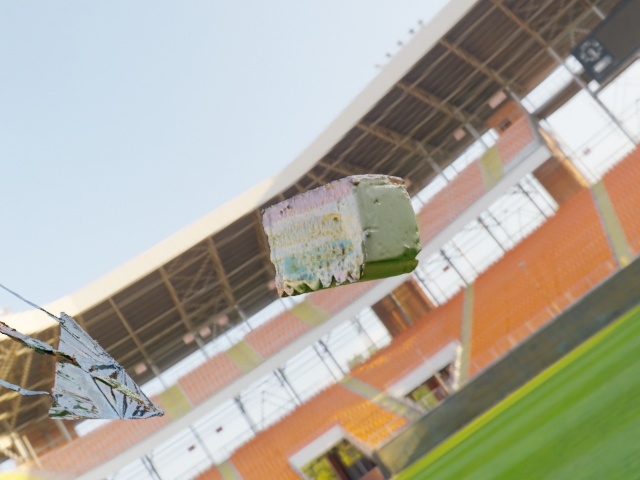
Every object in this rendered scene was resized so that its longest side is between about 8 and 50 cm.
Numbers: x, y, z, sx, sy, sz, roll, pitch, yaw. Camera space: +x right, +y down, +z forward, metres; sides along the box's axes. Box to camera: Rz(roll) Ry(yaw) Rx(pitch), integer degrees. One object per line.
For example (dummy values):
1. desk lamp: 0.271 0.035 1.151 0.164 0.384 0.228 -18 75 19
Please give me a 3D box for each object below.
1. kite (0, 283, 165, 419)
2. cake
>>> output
1. kite: -0.177 0.090 0.577 0.010 0.160 0.183 -53 23 4
2. cake: 0.018 -0.003 0.869 0.090 0.109 0.225 -9 -4 -31
